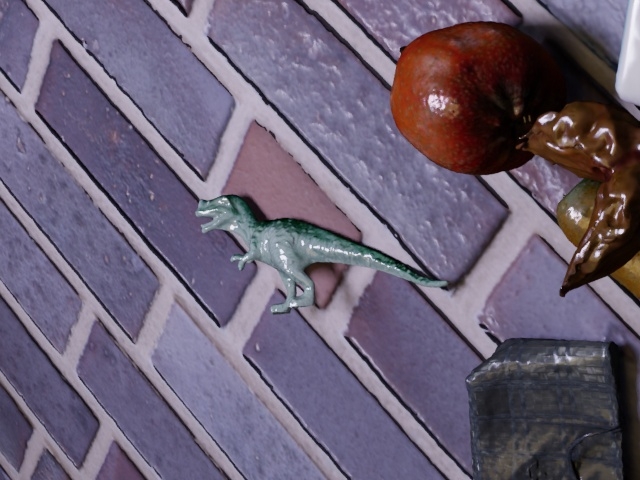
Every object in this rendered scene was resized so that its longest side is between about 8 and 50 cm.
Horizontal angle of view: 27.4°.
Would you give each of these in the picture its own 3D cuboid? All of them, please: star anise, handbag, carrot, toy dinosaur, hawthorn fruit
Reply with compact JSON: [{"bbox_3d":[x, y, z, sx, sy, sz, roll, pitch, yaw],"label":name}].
[{"bbox_3d":[0.293,-0.111,1.133,0.237,0.148,0.346,26,111,26],"label":"star anise"},{"bbox_3d":[0.252,0.223,1.427,0.175,0.088,0.270,8,115,34],"label":"handbag"},{"bbox_3d":[0.346,0.054,1.253,0.298,0.078,0.078,46,135,16],"label":"carrot"},{"bbox_3d":[-0.010,0.048,1.603,0.383,0.076,0.129,20,103,29],"label":"toy dinosaur"},{"bbox_3d":[0.141,-0.151,1.304,0.194,0.157,0.157,36,132,42],"label":"hawthorn fruit"}]

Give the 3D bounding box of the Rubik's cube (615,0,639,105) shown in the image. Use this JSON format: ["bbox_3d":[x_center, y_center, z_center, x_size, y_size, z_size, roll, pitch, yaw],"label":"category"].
[{"bbox_3d":[0.421,-0.230,0.852,0.319,0.316,0.322,24,126,37],"label":"Rubik's cube"}]
